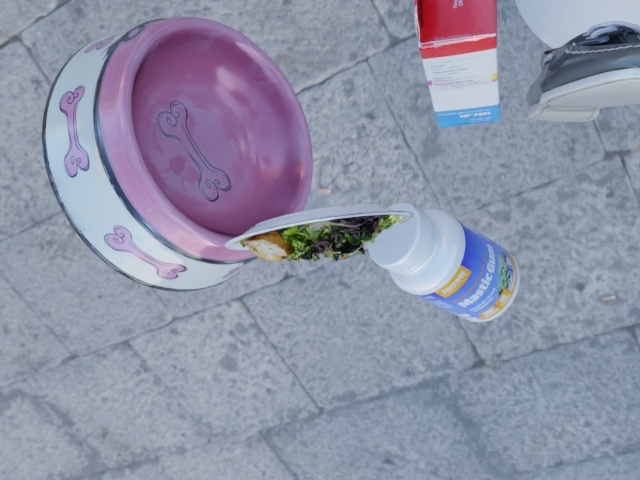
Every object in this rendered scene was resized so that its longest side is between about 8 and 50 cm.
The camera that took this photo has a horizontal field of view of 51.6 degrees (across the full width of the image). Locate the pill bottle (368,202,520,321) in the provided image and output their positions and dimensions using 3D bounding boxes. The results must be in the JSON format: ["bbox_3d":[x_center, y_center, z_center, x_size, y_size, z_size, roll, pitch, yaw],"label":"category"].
[{"bbox_3d":[0.213,0.036,1.152,0.272,0.152,0.152,25,129,-38],"label":"pill bottle"}]

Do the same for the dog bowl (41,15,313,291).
[{"bbox_3d":[-0.177,-0.137,0.970,0.150,0.408,0.408,-16,119,41],"label":"dog bowl"}]

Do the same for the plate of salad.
[{"bbox_3d":[0.000,0.000,0.692,0.199,0.200,0.048,-12,83,20],"label":"plate of salad"}]

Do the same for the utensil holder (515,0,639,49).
[{"bbox_3d":[0.463,-0.459,0.933,0.327,0.385,0.328,0,88,5],"label":"utensil holder"}]

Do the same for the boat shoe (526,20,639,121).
[{"bbox_3d":[0.285,-0.188,0.706,0.112,0.335,0.096,2,95,6],"label":"boat shoe"}]

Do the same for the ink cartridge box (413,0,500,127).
[{"bbox_3d":[0.149,-0.233,0.708,0.077,0.134,0.231,-3,163,15],"label":"ink cartridge box"}]
